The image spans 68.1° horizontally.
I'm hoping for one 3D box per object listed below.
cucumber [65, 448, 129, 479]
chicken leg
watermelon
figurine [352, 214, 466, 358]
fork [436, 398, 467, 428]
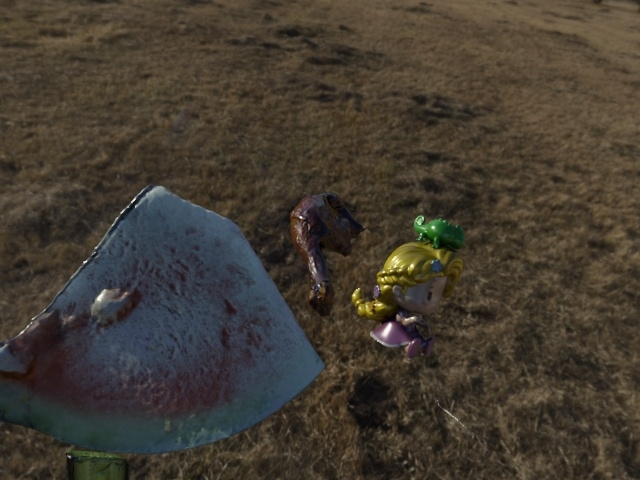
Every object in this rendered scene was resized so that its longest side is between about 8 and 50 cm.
[{"bbox_3d":[-0.452,0.493,0.948,0.085,0.193,0.115,0,6,37],"label":"cucumber"},{"bbox_3d":[0.000,0.000,0.912,0.158,0.095,0.407,48,21,-13],"label":"chicken leg"},{"bbox_3d":[-0.131,0.062,0.442,0.289,0.214,0.319,15,25,28],"label":"watermelon"},{"bbox_3d":[0.099,0.043,0.559,0.114,0.157,0.094,23,10,34],"label":"figurine"},{"bbox_3d":[0.326,0.435,1.185,0.016,0.012,0.115,35,2,-36],"label":"fork"}]
